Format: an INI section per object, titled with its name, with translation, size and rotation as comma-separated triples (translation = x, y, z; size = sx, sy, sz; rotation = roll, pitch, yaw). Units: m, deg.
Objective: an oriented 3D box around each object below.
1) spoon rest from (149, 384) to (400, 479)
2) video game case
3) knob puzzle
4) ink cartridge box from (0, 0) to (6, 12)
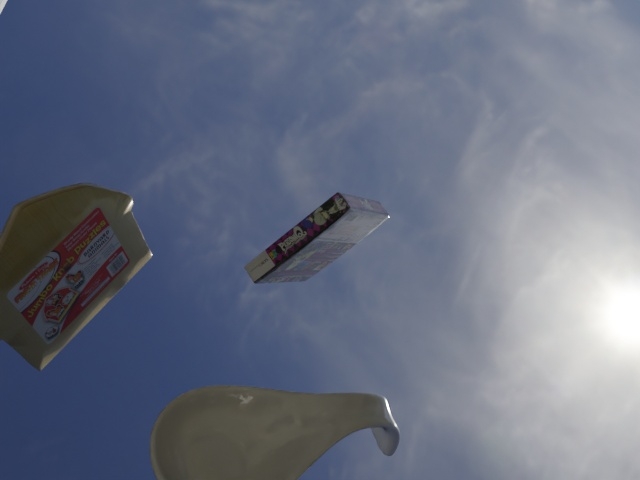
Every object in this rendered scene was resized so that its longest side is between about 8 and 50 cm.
[spoon rest]
translation = -0.036, 0.197, 0.894
size = 0.276, 0.084, 0.137
rotation = -4, -126, -31
[video game case]
translation = 0.000, 0.000, 1.557
size = 0.042, 0.210, 0.232
rotation = 55, -163, 13
[knob puzzle]
translation = -0.258, 0.018, 0.867
size = 0.030, 0.213, 0.213
rotation = 32, -142, 25
[ink cartridge box]
translation = -0.220, -0.129, 0.454
size = 0.087, 0.208, 0.153
rotation = 33, -152, -15
